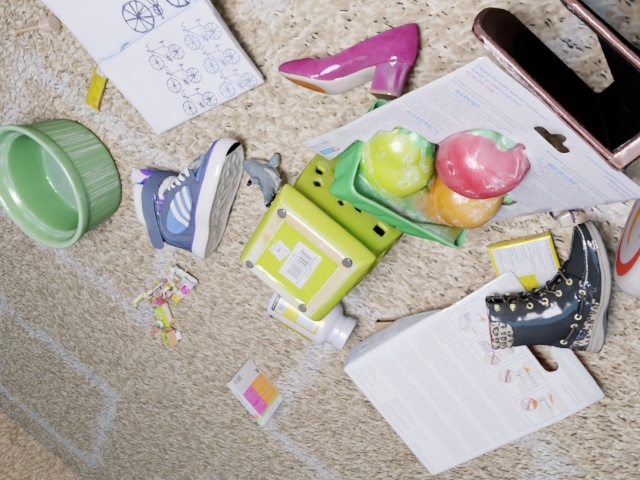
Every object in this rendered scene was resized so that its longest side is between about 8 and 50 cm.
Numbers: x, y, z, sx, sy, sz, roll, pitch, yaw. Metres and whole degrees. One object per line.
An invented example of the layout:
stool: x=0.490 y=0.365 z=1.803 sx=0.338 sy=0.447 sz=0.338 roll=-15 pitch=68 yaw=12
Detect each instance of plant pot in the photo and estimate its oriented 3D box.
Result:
plant pot: x=0.000 y=0.000 z=0.893 sx=0.227 sy=0.207 sz=0.228 roll=40 pitch=126 yaw=3

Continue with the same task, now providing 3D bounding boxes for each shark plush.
shark plush: x=-0.114 y=-0.106 z=0.937 sx=0.067 sy=0.161 sz=0.073 roll=5 pitch=138 yaw=-18

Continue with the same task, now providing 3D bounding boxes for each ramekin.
ramekin: x=-0.639 y=-0.147 z=1.175 sx=0.303 sy=0.148 sz=0.303 roll=12 pitch=121 yaw=21

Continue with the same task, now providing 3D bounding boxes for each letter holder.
letter holder: x=0.309 y=-0.244 z=0.540 sx=0.214 sy=0.302 sz=0.152 roll=42 pitch=127 yaw=1

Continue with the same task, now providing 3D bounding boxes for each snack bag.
snack bag: x=-0.315 y=-0.378 z=0.887 sx=0.323 sy=0.037 sz=0.342 roll=-12 pitch=130 yaw=33

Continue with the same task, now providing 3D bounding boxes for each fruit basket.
fruit basket: x=0.192 y=-0.111 z=0.677 sx=0.327 sy=0.165 sz=0.353 roll=24 pitch=158 yaw=-27

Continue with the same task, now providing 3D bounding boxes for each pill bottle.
pill bottle: x=-0.017 y=0.162 z=1.053 sx=0.184 sy=0.103 sz=0.103 roll=29 pitch=126 yaw=10

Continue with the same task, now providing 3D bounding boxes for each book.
book: x=-0.171 y=0.396 z=1.264 sx=0.035 sy=0.096 sz=0.144 roll=-31 pitch=99 yaw=36

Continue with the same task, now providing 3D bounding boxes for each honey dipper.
honey dipper: x=-0.642 y=-0.474 z=1.074 sx=0.161 sy=0.030 sz=0.030 roll=6 pitch=119 yaw=28

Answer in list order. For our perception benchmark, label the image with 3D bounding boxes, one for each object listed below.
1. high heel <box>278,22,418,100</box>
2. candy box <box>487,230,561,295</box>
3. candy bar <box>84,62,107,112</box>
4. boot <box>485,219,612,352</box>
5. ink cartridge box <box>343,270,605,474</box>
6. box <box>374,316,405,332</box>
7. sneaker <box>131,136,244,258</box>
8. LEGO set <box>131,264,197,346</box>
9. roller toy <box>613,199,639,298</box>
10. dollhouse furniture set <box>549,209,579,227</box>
high heel: x=0.040 y=-0.307 z=0.801 sx=0.244 sy=0.082 sz=0.117 roll=18 pitch=95 yaw=33
candy box: x=0.381 y=0.088 z=0.856 sx=0.105 sy=0.027 sz=0.206 roll=-15 pitch=108 yaw=29
candy bar: x=-0.487 y=-0.353 z=1.065 sx=0.040 sy=0.018 sz=0.161 roll=40 pitch=126 yaw=-2
boot: x=0.363 y=0.087 z=0.786 sx=0.179 sy=0.085 sz=0.236 roll=-6 pitch=116 yaw=15
ink cartridge box: x=0.288 y=0.261 z=0.958 sx=0.385 sy=0.091 sz=0.308 roll=-37 pitch=96 yaw=21
box: x=0.219 y=0.251 z=1.032 sx=0.164 sy=0.021 sz=0.201 roll=-8 pitch=112 yaw=30
sneaker: x=-0.309 y=-0.120 z=1.031 sx=0.236 sy=0.130 sz=0.323 roll=29 pitch=131 yaw=5
LEGO set: x=-0.427 y=0.183 z=1.272 sx=0.132 sy=0.107 sz=0.287 roll=33 pitch=126 yaw=8
roller toy: x=0.505 y=-0.001 z=0.645 sx=0.146 sy=0.191 sz=0.209 roll=18 pitch=84 yaw=19
dollhouse furniture set: x=0.382 y=-0.093 z=0.733 sx=0.081 sy=0.091 sz=0.114 roll=-21 pitch=103 yaw=18
